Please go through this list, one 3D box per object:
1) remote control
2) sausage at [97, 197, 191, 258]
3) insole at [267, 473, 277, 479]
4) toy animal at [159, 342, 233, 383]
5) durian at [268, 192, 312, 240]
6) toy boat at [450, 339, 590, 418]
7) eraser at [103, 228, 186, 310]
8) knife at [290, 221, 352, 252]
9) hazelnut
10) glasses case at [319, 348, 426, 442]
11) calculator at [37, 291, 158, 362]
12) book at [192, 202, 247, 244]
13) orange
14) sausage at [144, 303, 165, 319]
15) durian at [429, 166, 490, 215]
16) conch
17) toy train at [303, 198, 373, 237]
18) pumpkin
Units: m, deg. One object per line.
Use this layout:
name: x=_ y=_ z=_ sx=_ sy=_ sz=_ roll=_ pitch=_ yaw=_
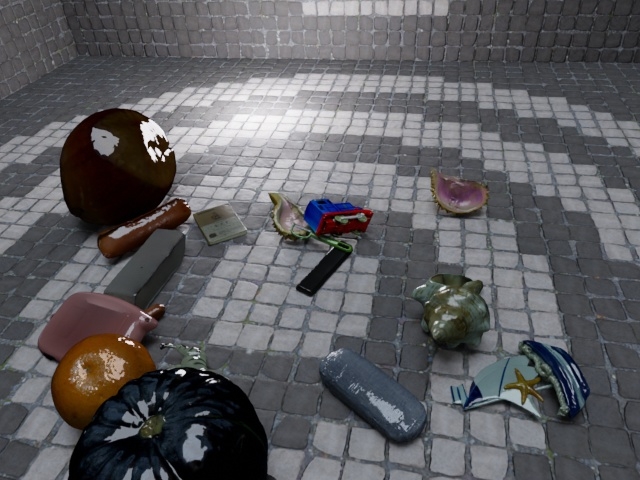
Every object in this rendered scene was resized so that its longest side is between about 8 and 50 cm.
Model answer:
remote control: x=0.016 y=0.081 z=1.530 sx=0.063 sy=0.025 sz=0.245 roll=23 pitch=45 yaw=23
sausage: x=-0.583 y=-0.041 z=1.682 sx=0.330 sy=0.102 sz=0.102 roll=-32 pitch=46 yaw=-31
insole: x=-0.089 y=0.513 z=0.995 sx=0.188 sy=0.004 sz=0.064 roll=26 pitch=47 yaw=33
toy animal: x=-0.299 y=0.320 z=1.214 sx=0.175 sy=0.074 sz=0.217 roll=-8 pitch=33 yaw=-15
durian: x=-0.108 y=-0.075 z=1.682 sx=0.140 sy=0.078 sz=0.224 roll=-32 pitch=64 yaw=-17
toy boat: x=0.442 y=0.334 z=1.160 sx=0.290 sy=0.067 sz=0.221 roll=-17 pitch=37 yaw=2
eraser: x=-0.521 y=0.100 z=1.511 sx=0.111 sy=0.077 sz=0.353 roll=5 pitch=39 yaw=16
knife: x=0.000 y=-0.001 z=1.582 sx=0.212 sy=0.015 sz=0.054 roll=21 pitch=63 yaw=13
hazelnut: x=-0.714 y=-0.263 z=1.756 sx=0.401 sy=0.402 sz=0.429 roll=-1 pitch=49 yaw=4
glasses case: x=0.113 y=0.344 z=1.147 sx=0.109 sy=0.067 sz=0.282 roll=-35 pitch=49 yaw=-29
calculator: x=-0.601 y=0.239 z=1.324 sx=0.329 sy=0.048 sz=0.220 roll=11 pitch=59 yaw=24
book: x=-0.351 y=-0.060 z=1.749 sx=0.138 sy=0.016 sz=0.199 roll=-19 pitch=40 yaw=-19
orange: x=-0.480 y=0.318 z=1.134 sx=0.223 sy=0.170 sz=0.224 roll=-1 pitch=58 yaw=2
sausage: x=-0.485 y=0.217 z=1.382 sx=0.039 sy=0.041 sz=0.131 roll=24 pitch=45 yaw=39
durian: x=0.462 y=-0.166 z=1.726 sx=0.182 sy=0.132 sz=0.165 roll=0 pitch=48 yaw=-14
conch: x=0.332 y=0.176 z=1.289 sx=0.203 sy=0.170 sz=0.386 roll=37 pitch=14 yaw=13
toy train: x=0.060 y=-0.074 z=1.615 sx=0.203 sy=0.083 sz=0.131 roll=-7 pitch=41 yaw=-40
pumpkin: x=-0.277 y=0.412 z=0.934 sx=0.363 sy=0.266 sz=0.363 roll=-5 pitch=41 yaw=4
